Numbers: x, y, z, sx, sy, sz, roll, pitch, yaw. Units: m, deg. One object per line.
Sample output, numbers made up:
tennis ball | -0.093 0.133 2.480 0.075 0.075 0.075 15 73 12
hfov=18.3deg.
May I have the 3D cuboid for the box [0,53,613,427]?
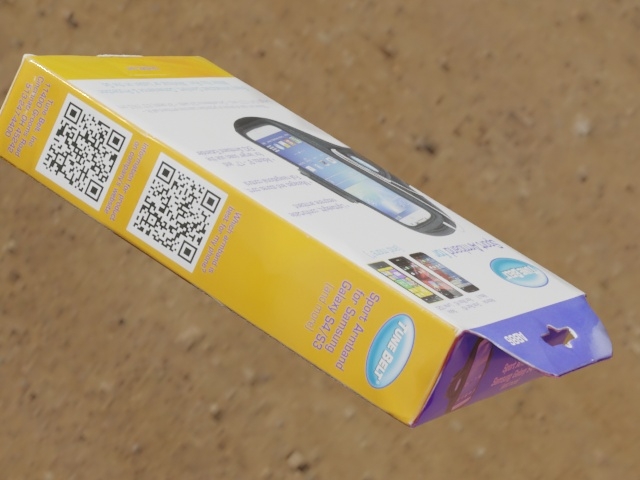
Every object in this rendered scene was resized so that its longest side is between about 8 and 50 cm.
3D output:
box | 0.000 0.000 0.454 0.136 0.028 0.081 35 18 20
